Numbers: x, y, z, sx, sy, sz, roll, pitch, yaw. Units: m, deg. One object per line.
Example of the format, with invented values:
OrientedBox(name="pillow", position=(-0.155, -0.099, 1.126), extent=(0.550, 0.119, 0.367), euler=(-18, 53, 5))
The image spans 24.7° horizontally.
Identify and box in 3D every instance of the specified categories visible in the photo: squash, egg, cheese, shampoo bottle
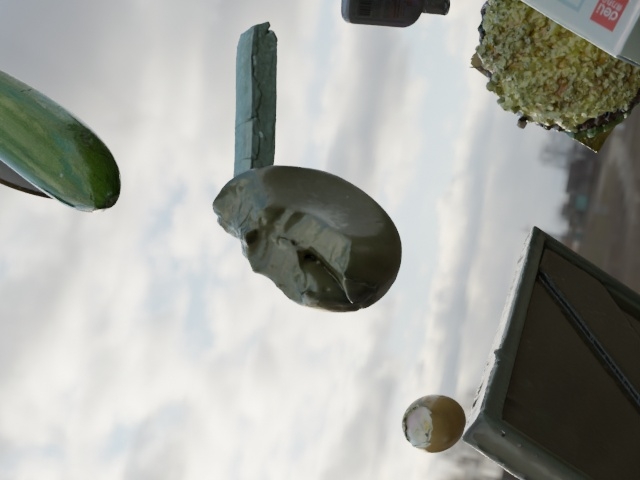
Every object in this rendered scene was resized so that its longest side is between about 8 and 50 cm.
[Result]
OrientedBox(name="squash", position=(-0.301, -0.116, 1.450), extent=(0.082, 0.292, 0.082), euler=(-42, -29, -30))
OrientedBox(name="egg", position=(0.158, 0.248, 1.981), extent=(0.096, 0.080, 0.080), euler=(1, -79, -44))
OrientedBox(name="cheese", position=(0.000, 0.000, 1.473), extent=(0.202, 0.175, 0.091), euler=(50, 126, 49))
OrientedBox(name="shampoo bottle", position=(0.114, -0.361, 2.205), extent=(0.040, 0.165, 0.080), euler=(-148, 61, -71))

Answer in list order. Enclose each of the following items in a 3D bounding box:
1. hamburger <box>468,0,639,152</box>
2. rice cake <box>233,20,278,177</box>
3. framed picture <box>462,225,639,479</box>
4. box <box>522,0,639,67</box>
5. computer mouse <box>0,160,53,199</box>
OrientedBox(name="hamburger", position=(0.310, -0.247, 1.759), extent=(0.261, 0.243, 0.139), euler=(-58, -10, 7))
OrientedBox(name="rice cake", position=(-0.072, -0.125, 1.621), extent=(0.045, 0.042, 0.245), euler=(-23, 61, 52))
OrientedBox(name="framed picture", position=(0.274, 0.144, 1.119), extent=(0.028, 0.326, 0.446), euler=(-57, -2, 21))
OrientedBox(name="box", position=(0.225, -0.250, 1.233), extent=(0.079, 0.269, 0.135), euler=(14, -70, -38))
OrientedBox(name="computer mouse", position=(-0.410, -0.115, 1.876), extent=(0.056, 0.245, 0.126), euler=(-58, 18, 15))
